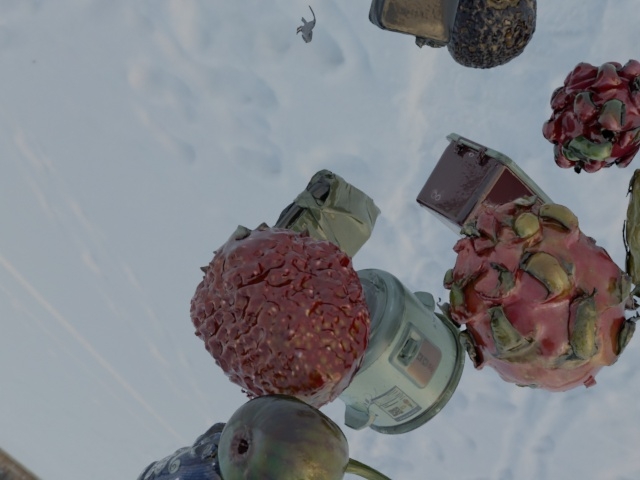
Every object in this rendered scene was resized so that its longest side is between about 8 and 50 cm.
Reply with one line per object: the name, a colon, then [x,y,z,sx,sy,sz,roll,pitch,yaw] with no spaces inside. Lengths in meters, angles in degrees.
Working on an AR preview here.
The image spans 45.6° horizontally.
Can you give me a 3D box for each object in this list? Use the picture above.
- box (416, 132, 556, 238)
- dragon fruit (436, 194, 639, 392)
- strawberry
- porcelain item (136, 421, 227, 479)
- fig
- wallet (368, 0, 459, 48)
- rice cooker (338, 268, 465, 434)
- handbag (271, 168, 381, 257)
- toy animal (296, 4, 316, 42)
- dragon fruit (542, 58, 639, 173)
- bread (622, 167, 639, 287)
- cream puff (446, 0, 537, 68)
box: [0.351,-0.073,1.596,0.294,0.168,0.193,33,-179,-40]
dragon fruit: [0.317,0.071,1.104,0.269,0.250,0.291,5,132,41]
strawberry: [-0.060,0.144,1.156,0.292,0.343,0.292,-4,126,-5]
porcelain item: [-0.164,0.359,0.900,0.138,0.288,0.186,40,114,-16]
fig: [0.005,0.254,0.869,0.245,0.149,0.149,23,165,-34]
wallet: [0.157,-0.406,1.091,0.149,0.250,0.044,6,-160,-31]
rice cooker: [0.122,0.214,1.451,0.264,0.317,0.317,1,136,52]
handbag: [-0.004,0.001,1.734,0.109,0.316,0.253,39,178,41]
toy animal: [-0.025,-0.354,1.283,0.028,0.050,0.084,17,159,-2]
dragon fruit: [0.489,-0.224,1.351,0.198,0.218,0.272,56,-156,19]
bread: [0.701,-0.030,1.451,0.167,0.324,0.278,17,117,59]
cream puff: [0.301,-0.425,1.360,0.164,0.239,0.239,0,140,19]
